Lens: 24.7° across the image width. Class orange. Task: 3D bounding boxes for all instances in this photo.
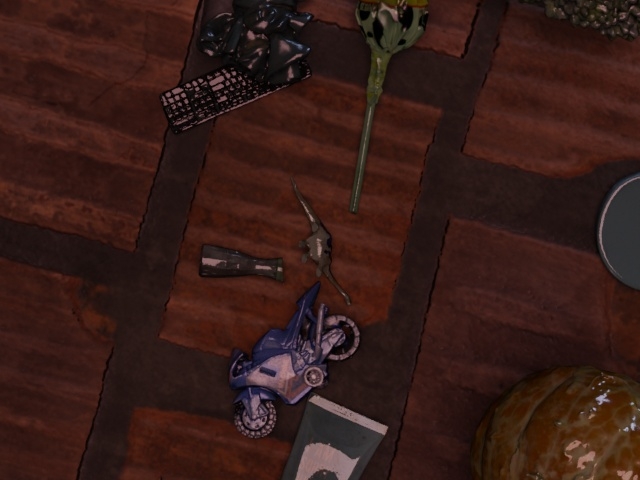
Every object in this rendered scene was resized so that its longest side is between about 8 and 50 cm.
[{"bbox_3d":[0.331,0.298,1.731,0.329,0.329,0.249,41,72,-1],"label":"orange"}]

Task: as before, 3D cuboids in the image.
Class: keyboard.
[{"bbox_3d":[-0.110,-0.199,1.873,0.195,0.018,0.060,-24,87,-1],"label":"keyboard"}]

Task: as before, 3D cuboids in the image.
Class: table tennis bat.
[{"bbox_3d":[0.435,-0.055,1.872,0.153,0.040,0.244,7,94,-2],"label":"table tennis bat"}]

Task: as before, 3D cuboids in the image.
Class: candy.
[{"bbox_3d":[0.074,-0.182,1.856,0.091,0.083,0.305,9,98,4],"label":"candy"}]

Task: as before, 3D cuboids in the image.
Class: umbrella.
[{"bbox_3d":[-0.047,-0.371,1.833,0.143,0.094,0.349,17,87,-4],"label":"umbrella"}]

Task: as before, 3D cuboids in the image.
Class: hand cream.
[{"bbox_3d":[-0.023,0.357,1.857,0.111,0.070,0.312,22,86,7],"label":"hand cream"}]

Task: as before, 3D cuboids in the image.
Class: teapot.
[{"bbox_3d":[-0.099,0.032,1.866,0.110,0.043,0.043,7,91,-5],"label":"teapot"}]

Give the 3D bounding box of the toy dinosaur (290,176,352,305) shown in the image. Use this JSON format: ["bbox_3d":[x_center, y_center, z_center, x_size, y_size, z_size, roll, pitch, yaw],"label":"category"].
[{"bbox_3d":[-0.006,0.004,1.859,0.037,0.058,0.180,-15,94,22],"label":"toy dinosaur"}]

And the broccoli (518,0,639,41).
[{"bbox_3d":[0.303,-0.407,1.752,0.317,0.338,0.277,8,120,-22],"label":"broccoli"}]

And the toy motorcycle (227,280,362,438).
[{"bbox_3d":[-0.045,0.153,1.853,0.205,0.076,0.114,-43,80,-1],"label":"toy motorcycle"}]
